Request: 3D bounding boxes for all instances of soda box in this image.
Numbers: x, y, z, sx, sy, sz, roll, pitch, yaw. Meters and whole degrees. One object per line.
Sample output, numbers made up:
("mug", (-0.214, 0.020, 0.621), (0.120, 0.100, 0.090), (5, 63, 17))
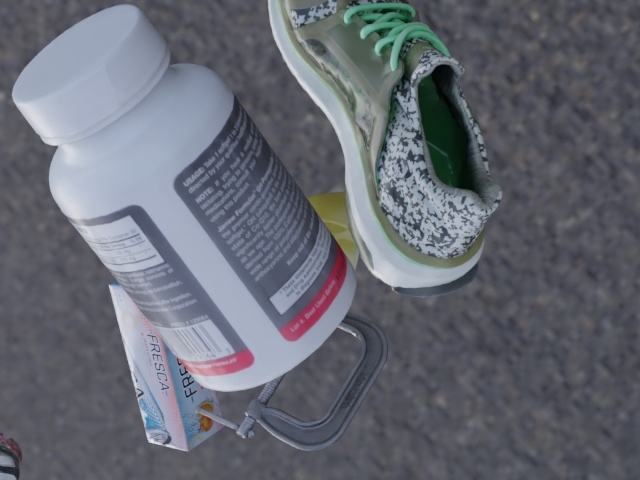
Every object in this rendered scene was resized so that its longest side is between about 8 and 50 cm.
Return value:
("soda box", (-0.154, 0.117, 1.933), (0.063, 0.058, 0.183), (8, 118, 41))

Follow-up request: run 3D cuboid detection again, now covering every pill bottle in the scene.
("pill bottle", (-0.120, -0.038, 1.642), (0.176, 0.176, 0.318), (7, 139, 53))

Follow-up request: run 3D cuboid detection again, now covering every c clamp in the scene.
("c clamp", (-0.019, 0.125, 1.777), (0.137, 0.160, 0.022), (30, 164, 27))

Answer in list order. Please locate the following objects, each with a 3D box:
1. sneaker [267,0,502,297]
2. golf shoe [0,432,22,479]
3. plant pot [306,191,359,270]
("sneaker", (0.084, -0.162, 1.839), (0.182, 0.158, 0.410), (-43, 65, 56))
("golf shoe", (-0.396, 0.250, 1.945), (0.086, 0.186, 0.067), (-93, -15, -59))
("plant pot", (0.000, 0.000, 2.221), (0.095, 0.134, 0.134), (13, 147, 2))
